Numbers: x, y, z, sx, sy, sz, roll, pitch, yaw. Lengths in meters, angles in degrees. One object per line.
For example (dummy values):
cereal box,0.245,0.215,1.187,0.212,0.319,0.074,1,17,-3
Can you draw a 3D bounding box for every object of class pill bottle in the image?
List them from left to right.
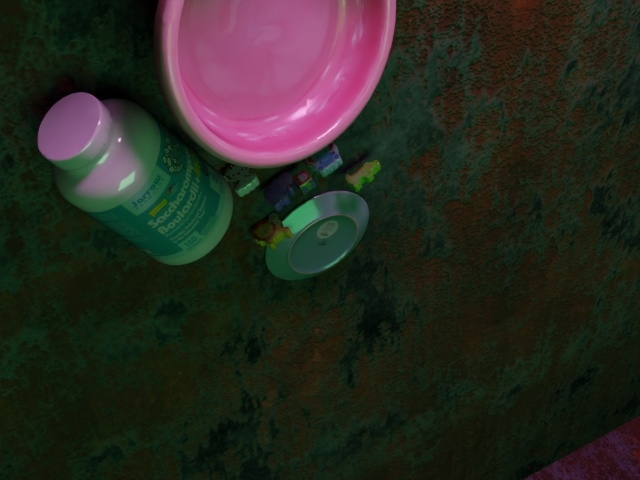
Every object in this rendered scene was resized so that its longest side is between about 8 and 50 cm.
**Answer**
pill bottle,-0.231,-0.080,1.397,0.146,0.146,0.264,-41,144,6

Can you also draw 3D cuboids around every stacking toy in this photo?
stacking toy,-0.025,-0.097,1.635,0.221,0.052,0.167,-35,146,-5

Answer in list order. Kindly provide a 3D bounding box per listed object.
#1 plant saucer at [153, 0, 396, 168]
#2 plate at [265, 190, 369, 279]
plant saucer,-0.059,-0.252,1.316,0.332,0.084,0.332,-19,123,-33
plate,0.000,0.000,1.783,0.188,0.024,0.188,-21,142,-18
